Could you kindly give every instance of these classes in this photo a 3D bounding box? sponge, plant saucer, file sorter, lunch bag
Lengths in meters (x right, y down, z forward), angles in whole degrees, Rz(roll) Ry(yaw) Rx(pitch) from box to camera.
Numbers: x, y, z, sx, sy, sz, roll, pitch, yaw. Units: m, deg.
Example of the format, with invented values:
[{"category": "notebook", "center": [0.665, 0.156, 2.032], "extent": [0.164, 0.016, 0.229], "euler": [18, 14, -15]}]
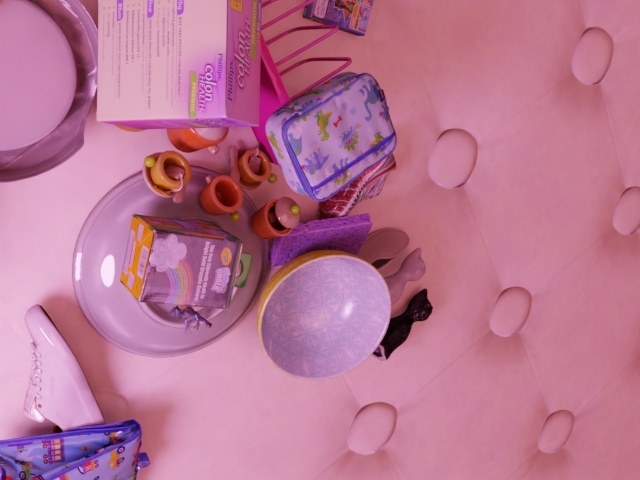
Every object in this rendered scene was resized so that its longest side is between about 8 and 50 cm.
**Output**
[{"category": "sponge", "center": [0.000, 0.000, 1.516], "extent": [0.210, 0.031, 0.117], "euler": [-8, 145, -23]}, {"category": "plant saucer", "center": [-0.269, 0.056, 1.385], "extent": [0.401, 0.100, 0.400], "euler": [-10, 110, -28]}, {"category": "file sorter", "center": [-0.046, -0.304, 1.344], "extent": [0.182, 0.202, 0.290], "euler": [-34, 119, -19]}, {"category": "lunch bag", "center": [0.026, -0.183, 1.251], "extent": [0.219, 0.090, 0.176], "euler": [-34, 122, -21]}, {"category": "lunch bag", "center": [-0.464, 0.461, 1.349], "extent": [0.293, 0.138, 0.220], "euler": [-10, 130, -33]}]

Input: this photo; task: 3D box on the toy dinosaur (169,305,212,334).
[{"category": "toy dinosaur", "center": [-0.239, 0.140, 1.346], "extent": [0.082, 0.047, 0.090], "euler": [7, 91, -50]}]

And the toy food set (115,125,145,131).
[{"category": "toy food set", "center": [-0.301, -0.293, 1.276], "extent": [0.128, 0.071, 0.217], "euler": [36, 85, -33]}]

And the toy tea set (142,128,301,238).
[{"category": "toy tea set", "center": [-0.159, -0.134, 1.334], "extent": [0.336, 0.124, 0.199], "euler": [28, 57, -35]}]

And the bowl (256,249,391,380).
[{"category": "bowl", "center": [-0.011, 0.135, 1.514], "extent": [0.290, 0.156, 0.289], "euler": [-8, 114, -19]}]

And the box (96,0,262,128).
[{"category": "box", "center": [-0.228, -0.294, 1.150], "extent": [0.117, 0.243, 0.213], "euler": [-4, 95, -67]}]

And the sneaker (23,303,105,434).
[{"category": "sneaker", "center": [-0.502, 0.260, 1.307], "extent": [0.123, 0.106, 0.290], "euler": [-26, 117, -24]}]

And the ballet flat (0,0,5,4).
[{"category": "ballet flat", "center": [-0.485, -0.380, 0.999], "extent": [0.123, 0.123, 0.348], "euler": [40, 83, -33]}]

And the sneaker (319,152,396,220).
[{"category": "sneaker", "center": [0.088, -0.112, 1.548], "extent": [0.225, 0.088, 0.093], "euler": [-49, 130, -4]}]

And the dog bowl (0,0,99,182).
[{"category": "dog bowl", "center": [-0.526, -0.271, 1.136], "extent": [0.349, 0.102, 0.348], "euler": [-9, 109, -27]}]

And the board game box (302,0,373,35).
[{"category": "board game box", "center": [0.051, -0.530, 1.429], "extent": [0.136, 0.035, 0.201], "euler": [9, 100, -32]}]

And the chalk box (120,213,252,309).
[{"category": "chalk box", "center": [-0.228, 0.040, 1.268], "extent": [0.213, 0.132, 0.132], "euler": [9, 99, -33]}]

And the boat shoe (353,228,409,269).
[{"category": "boat shoe", "center": [0.115, 0.037, 1.638], "extent": [0.206, 0.075, 0.065], "euler": [-29, 160, -26]}]

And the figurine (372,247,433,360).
[{"category": "figurine", "center": [0.184, 0.142, 1.673], "extent": [0.209, 0.092, 0.214], "euler": [-34, 130, -27]}]
